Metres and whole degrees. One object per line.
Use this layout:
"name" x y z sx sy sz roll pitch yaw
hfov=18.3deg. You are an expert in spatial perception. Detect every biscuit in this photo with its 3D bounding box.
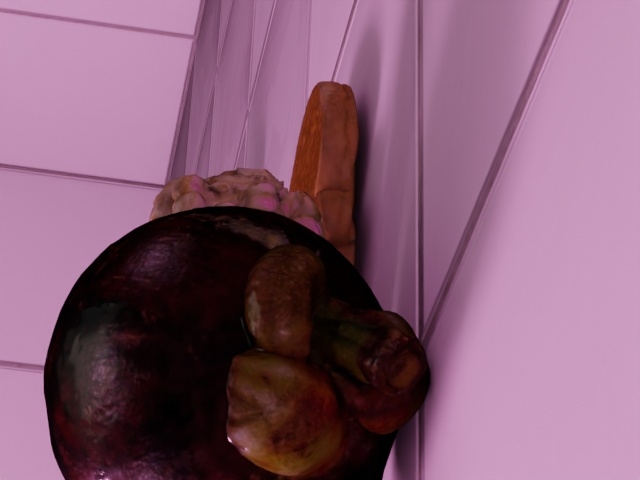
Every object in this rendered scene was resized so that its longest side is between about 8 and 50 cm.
"biscuit" 0.001 0.000 1.521 0.288 0.044 0.202 -96 16 -55

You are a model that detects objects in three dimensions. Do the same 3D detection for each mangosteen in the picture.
"mangosteen" -0.038 0.084 1.163 0.265 0.228 0.228 -21 58 48

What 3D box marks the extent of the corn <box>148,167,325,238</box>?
"corn" -0.060 0.117 1.348 0.126 0.127 0.335 141 131 -79
